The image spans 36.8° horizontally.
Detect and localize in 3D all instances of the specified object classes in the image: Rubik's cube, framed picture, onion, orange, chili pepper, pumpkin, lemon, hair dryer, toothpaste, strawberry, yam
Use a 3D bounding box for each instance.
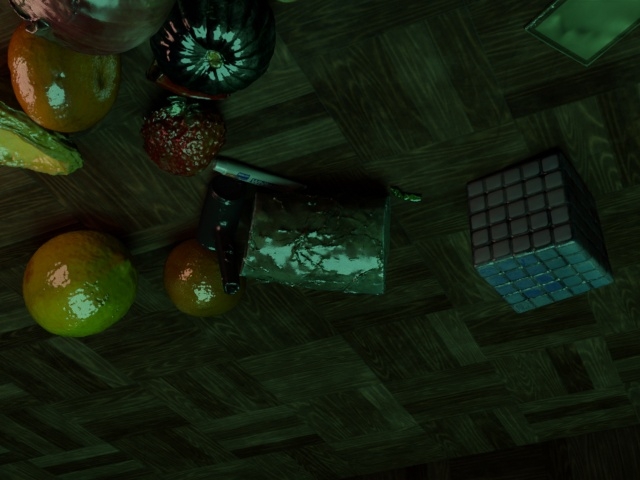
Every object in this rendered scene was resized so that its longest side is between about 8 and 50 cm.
[{"bbox_3d":[0.474,-0.014,2.106,0.237,0.238,0.237,-21,141,28],"label":"Rubik's cube"},{"bbox_3d":[0.506,-0.416,1.729,0.173,0.010,0.231,22,139,-29],"label":"framed picture"},{"bbox_3d":[-0.341,-0.439,1.387,0.354,0.353,0.353,-1,145,-1],"label":"onion"},{"bbox_3d":[-0.450,-0.300,1.683,0.170,0.224,0.224,10,149,20],"label":"orange"},{"bbox_3d":[-0.272,0.089,2.269,0.206,0.206,0.206,-1,145,-1],"label":"orange"},{"bbox_3d":[0.189,-0.101,2.160,0.083,0.022,0.027,16,175,-24],"label":"chili pepper"},{"bbox_3d":[-0.185,-0.355,1.662,0.221,0.162,0.220,-5,135,-5],"label":"pumpkin"},{"bbox_3d":[-0.553,0.099,2.220,0.267,0.267,0.267,-1,145,-1],"label":"lemon"},{"bbox_3d":[-0.204,0.005,2.100,0.089,0.251,0.197,-1,144,-19],"label":"hair dryer"},{"bbox_3d":[-0.132,-0.137,2.090,0.218,0.033,0.052,16,148,-30],"label":"toothpaste"},{"bbox_3d":[-0.270,-0.186,1.919,0.175,0.106,0.236,-7,159,-7],"label":"strawberry"},{"bbox_3d":[0.000,0.000,2.135,0.348,0.241,0.241,4,145,-5],"label":"yam"},{"bbox_3d":[-0.236,-0.306,1.825,0.169,0.065,0.088,22,118,-40],"label":"chili pepper"}]

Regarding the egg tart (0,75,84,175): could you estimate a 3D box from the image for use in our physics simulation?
[{"bbox_3d":[-0.580,-0.226,1.821,0.294,0.123,0.294,15,165,4],"label":"egg tart"}]

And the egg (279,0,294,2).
[{"bbox_3d":[-0.058,-0.438,1.626,0.083,0.071,0.071,13,143,-31],"label":"egg"}]
